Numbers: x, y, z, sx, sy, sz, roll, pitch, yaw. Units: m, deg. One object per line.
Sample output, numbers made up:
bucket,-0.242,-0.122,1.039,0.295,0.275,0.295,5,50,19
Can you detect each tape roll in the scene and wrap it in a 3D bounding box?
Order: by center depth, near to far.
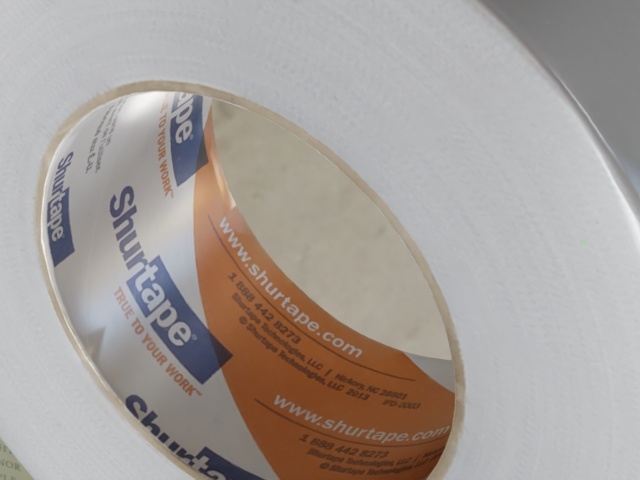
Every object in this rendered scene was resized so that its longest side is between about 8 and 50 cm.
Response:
tape roll,0.000,0.000,0.408,0.072,0.219,0.219,-42,157,-42

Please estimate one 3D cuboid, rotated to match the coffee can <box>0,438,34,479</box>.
coffee can,-0.152,0.115,0.616,0.202,0.275,0.201,-6,130,-7
